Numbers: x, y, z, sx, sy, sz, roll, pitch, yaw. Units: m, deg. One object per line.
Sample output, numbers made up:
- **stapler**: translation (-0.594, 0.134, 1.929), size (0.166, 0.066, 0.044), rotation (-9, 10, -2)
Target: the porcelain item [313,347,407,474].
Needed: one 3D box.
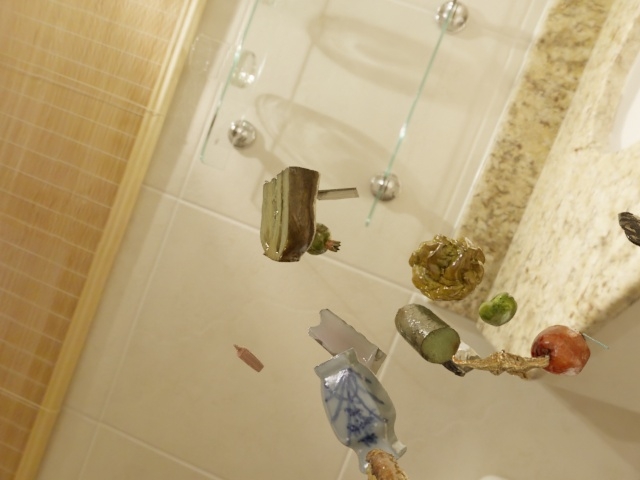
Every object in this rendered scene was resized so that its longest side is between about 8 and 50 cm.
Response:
- **porcelain item**: translation (0.136, 0.608, 1.680), size (0.243, 0.404, 0.178), rotation (-29, -11, 10)

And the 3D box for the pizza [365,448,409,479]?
- **pizza**: translation (0.183, 0.603, 0.931), size (0.391, 0.080, 0.434), rotation (81, 168, -52)

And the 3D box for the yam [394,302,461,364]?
- **yam**: translation (0.409, 0.356, 1.802), size (0.304, 0.168, 0.167), rotation (-135, 66, -77)

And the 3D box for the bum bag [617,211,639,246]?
- **bum bag**: translation (0.860, 0.006, 1.143), size (0.060, 0.249, 0.123), rotation (94, -161, -49)

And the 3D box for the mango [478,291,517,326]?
- **mango**: translation (0.463, 0.182, 1.204), size (0.165, 0.091, 0.074), rotation (54, -166, -70)

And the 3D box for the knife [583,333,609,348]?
- **knife**: translation (0.868, 0.317, 1.463), size (0.005, 0.014, 0.091), rotation (-60, 33, 6)

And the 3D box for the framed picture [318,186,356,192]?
- **framed picture**: translation (0.060, -0.176, 1.773), size (0.231, 0.173, 0.010), rotation (24, -117, -83)

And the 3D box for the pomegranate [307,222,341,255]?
- **pomegranate**: translation (0.000, 0.000, 2.206), size (0.159, 0.205, 0.159), rotation (-47, -32, -41)

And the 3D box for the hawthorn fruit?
- **hawthorn fruit**: translation (0.952, 0.451, 1.874), size (0.299, 0.211, 0.211), rotation (3, -66, -41)

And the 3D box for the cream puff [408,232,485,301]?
- **cream puff**: translation (0.535, 0.099, 2.011), size (0.291, 0.325, 0.257), rotation (-53, -34, -13)

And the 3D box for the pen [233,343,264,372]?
- **pen**: translation (-0.312, 0.498, 1.984), size (0.053, 0.032, 0.197), rotation (-48, -54, -18)

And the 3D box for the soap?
- **soap**: translation (0.118, 0.467, 2.073), size (0.159, 0.302, 0.258), rotation (-50, 18, -12)

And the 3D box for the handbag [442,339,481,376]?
- **handbag**: translation (0.633, 0.531, 2.159), size (0.332, 0.192, 0.074), rotation (2, -54, -56)

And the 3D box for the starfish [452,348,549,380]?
- **starfish**: translation (0.643, 0.408, 1.536), size (0.294, 0.302, 0.084), rotation (24, -121, -42)

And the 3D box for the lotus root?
- **lotus root**: translation (-0.077, -0.062, 1.382), size (0.267, 0.150, 0.260), rotation (166, 105, -67)
